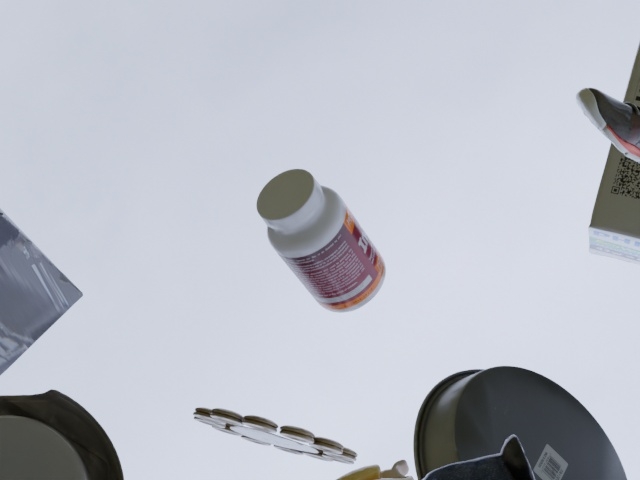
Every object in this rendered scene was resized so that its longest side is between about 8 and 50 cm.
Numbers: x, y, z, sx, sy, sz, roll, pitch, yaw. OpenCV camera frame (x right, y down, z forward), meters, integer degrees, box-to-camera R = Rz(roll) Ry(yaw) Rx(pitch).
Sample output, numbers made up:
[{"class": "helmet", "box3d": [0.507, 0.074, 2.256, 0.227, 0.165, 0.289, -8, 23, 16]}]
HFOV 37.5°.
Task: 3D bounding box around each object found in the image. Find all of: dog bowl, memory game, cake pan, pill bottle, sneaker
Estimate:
[{"class": "dog bowl", "box3d": [-0.458, 0.383, 1.358, 0.102, 0.349, 0.349, 116, -2, -67]}, {"class": "memory game", "box3d": [-0.049, 0.209, 1.011, 0.186, 0.186, 0.012, 0, -114, 41]}, {"class": "cake pan", "box3d": [0.241, 0.267, 1.074, 0.054, 0.293, 0.293, -49, -150, 42]}, {"class": "pill bottle", "box3d": [0.000, 0.000, 0.958, 0.086, 0.152, 0.086, -18, -135, 20]}, {"class": "sneaker", "box3d": [0.305, -0.107, 0.877, 0.065, 0.158, 0.061, -50, -154, 20]}]

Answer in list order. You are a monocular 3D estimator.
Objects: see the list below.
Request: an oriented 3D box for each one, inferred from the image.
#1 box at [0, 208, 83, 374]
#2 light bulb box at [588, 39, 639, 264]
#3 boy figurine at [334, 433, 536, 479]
[{"class": "box", "box3d": [-0.321, -0.119, 0.475, 0.097, 0.318, 0.395, -46, -130, -10]}, {"class": "light bulb box", "box3d": [0.623, -0.122, 1.424, 0.358, 0.225, 0.361, 16, -96, 19]}, {"class": "boy figurine", "box3d": [0.050, 0.258, 0.779, 0.285, 0.092, 0.177, -21, -151, 2]}]
